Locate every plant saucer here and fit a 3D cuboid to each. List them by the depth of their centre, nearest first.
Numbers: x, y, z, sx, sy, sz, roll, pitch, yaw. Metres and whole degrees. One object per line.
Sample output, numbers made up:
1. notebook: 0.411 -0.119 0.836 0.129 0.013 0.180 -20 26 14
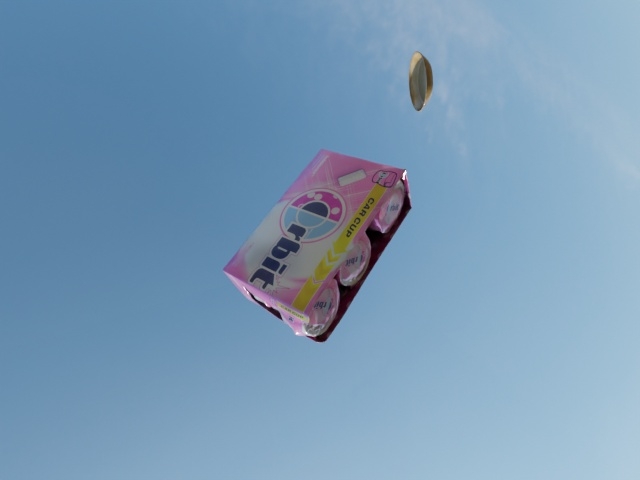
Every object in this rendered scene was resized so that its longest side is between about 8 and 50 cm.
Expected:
1. plant saucer: 0.149 -0.233 0.603 0.015 0.083 0.084 -8 -98 -3

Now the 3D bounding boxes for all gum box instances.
1. gum box: 0.000 0.000 0.420 0.188 0.107 0.062 -54 -34 -22
